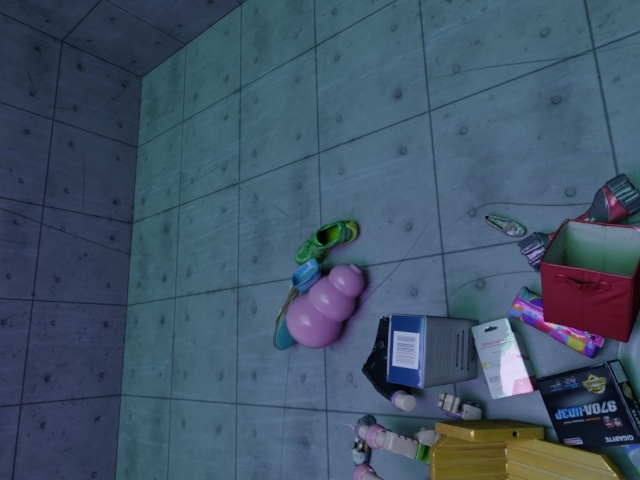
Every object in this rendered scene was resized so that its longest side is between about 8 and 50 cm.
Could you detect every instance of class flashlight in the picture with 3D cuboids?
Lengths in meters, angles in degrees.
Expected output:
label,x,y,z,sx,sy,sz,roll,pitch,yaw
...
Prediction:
label,x,y,z,sx,sy,sz,roll,pitch,yaw
flashlight,0.662,-0.045,1.192,0.304,0.103,0.103,-37,33,30

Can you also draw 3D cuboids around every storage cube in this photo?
label,x,y,z,sx,sy,sz,roll,pitch,yaw
storage cube,0.637,0.088,1.074,0.183,0.215,0.193,11,133,41

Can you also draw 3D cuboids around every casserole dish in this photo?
label,x,y,z,sx,sy,sz,roll,pitch,yaw
casserole dish,-0.048,0.125,1.642,0.114,0.037,0.188,-38,14,3

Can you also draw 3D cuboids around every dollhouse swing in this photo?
label,x,y,z,sx,sy,sz,roll,pitch,yaw
dollhouse swing,0.469,0.630,1.072,0.305,0.314,0.347,151,122,-72

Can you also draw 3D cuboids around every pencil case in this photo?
label,x,y,z,sx,sy,sz,roll,pitch,yaw
pencil case,0.609,0.207,1.184,0.236,0.104,0.105,27,99,42

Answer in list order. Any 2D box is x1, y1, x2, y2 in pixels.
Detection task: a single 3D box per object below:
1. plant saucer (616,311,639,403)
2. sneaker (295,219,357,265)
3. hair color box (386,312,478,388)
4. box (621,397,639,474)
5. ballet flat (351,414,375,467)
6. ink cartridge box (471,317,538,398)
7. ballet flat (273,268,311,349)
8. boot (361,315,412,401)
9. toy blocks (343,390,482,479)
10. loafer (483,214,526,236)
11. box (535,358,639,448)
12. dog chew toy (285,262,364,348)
label,x,y,z,sx,sy,sz,roll,pitch,yaw
plant saucer,0.847,0.278,0.964,0.400,0.100,0.401,-10,75,40
sneaker,0.000,0.000,1.732,0.295,0.123,0.110,-34,61,32
hair color box,0.314,0.293,1.251,0.105,0.347,0.174,-2,79,40
box,0.732,0.457,1.031,0.109,0.042,0.178,109,142,-53
ballet flat,0.131,0.671,1.520,0.070,0.070,0.189,6,85,41
ink cartridge box,0.505,0.322,1.269,0.115,0.067,0.198,-25,67,34
ballet flat,-0.102,0.252,1.790,0.124,0.116,0.343,33,103,61
boot,0.231,0.369,1.447,0.246,0.094,0.207,33,105,63
toy blocks,0.246,0.571,1.319,0.260,0.288,0.309,-28,40,67
loafer,0.532,-0.044,1.340,0.125,0.039,0.045,30,100,40
box,0.637,0.392,1.091,0.220,0.051,0.175,130,131,-57
dog chew toy,0.027,0.218,1.623,0.332,0.206,0.206,-52,52,10
